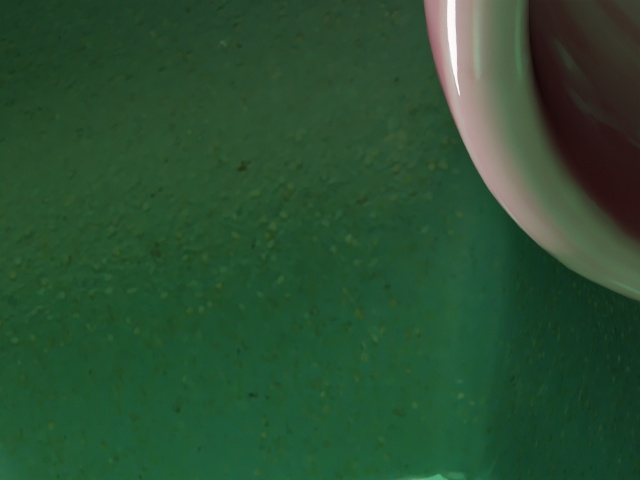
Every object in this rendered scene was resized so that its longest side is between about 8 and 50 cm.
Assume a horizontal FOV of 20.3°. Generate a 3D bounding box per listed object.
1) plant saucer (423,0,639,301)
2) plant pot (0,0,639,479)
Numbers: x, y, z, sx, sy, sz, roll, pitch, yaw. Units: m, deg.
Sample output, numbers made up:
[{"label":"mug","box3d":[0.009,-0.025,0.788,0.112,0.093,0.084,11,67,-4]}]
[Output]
[{"label":"plant saucer","box3d":[0.176,-0.112,0.425,0.332,0.084,0.332,-12,141,-10]},{"label":"plant pot","box3d":[0.000,0.000,0.603,0.247,0.252,0.247,-16,149,22]}]
